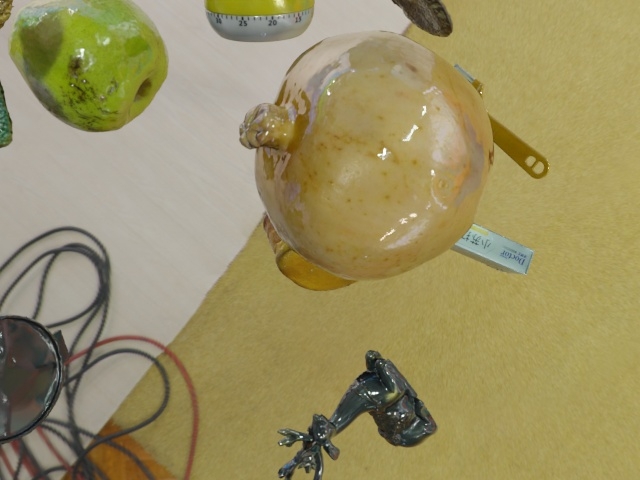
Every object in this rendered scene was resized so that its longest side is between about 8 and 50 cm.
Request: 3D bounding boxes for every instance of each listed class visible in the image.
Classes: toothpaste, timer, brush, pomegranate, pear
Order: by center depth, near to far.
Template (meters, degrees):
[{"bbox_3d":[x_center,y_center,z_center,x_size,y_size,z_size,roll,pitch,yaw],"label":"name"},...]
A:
[{"bbox_3d":[0.065,-0.132,1.091,0.411,0.411,0.411,0,92,11],"label":"pomegranate"},{"bbox_3d":[0.310,-0.204,1.258,0.272,0.013,0.103,48,121,27],"label":"brush"},{"bbox_3d":[0.319,-0.005,1.544,0.313,0.089,0.071,23,83,-15],"label":"toothpaste"},{"bbox_3d":[-0.144,-0.613,1.603,0.285,0.285,0.285,0,92,11],"label":"timer"},{"bbox_3d":[-0.594,-0.473,1.777,0.391,0.391,0.391,0,92,11],"label":"pear"}]

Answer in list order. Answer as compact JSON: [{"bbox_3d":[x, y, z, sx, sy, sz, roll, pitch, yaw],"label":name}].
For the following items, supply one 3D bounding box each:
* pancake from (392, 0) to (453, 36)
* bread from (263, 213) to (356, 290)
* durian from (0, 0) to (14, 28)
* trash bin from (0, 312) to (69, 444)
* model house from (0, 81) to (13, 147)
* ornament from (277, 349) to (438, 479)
[{"bbox_3d":[0.197,-0.489,1.433,0.199,0.199,0.021,42,90,7],"label":"pancake"},{"bbox_3d":[0.000,0.000,1.418,0.195,0.270,0.142,-25,58,20],"label":"bread"},{"bbox_3d":[-0.678,-0.460,1.341,0.165,0.182,0.132,42,142,-15],"label":"durian"},{"bbox_3d":[-0.623,0.229,1.230,0.262,0.277,0.217,1,106,37],"label":"trash bin"},{"bbox_3d":[-0.775,-0.216,1.323,0.253,0.291,0.184,-8,109,17],"label":"model house"},{"bbox_3d":[0.041,0.293,1.003,0.236,0.080,0.202,-42,127,-10],"label":"ornament"}]
